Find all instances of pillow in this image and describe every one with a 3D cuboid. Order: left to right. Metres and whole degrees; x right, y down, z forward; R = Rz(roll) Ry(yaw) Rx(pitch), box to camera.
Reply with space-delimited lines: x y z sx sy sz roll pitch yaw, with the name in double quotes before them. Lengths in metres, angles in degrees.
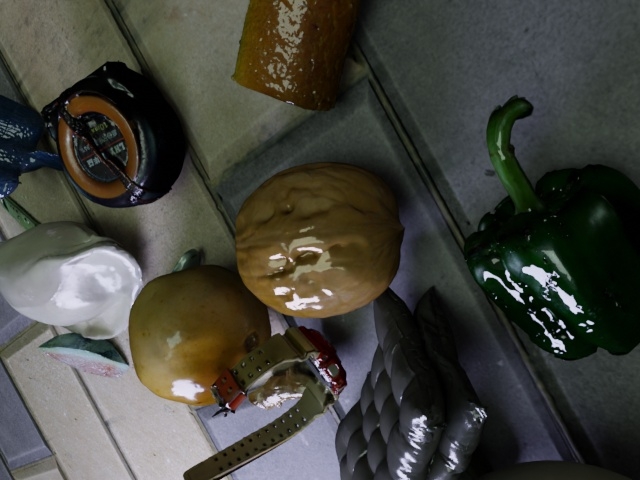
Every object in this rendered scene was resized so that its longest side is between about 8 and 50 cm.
"pillow" 0.097 0.245 0.658 0.101 0.228 0.326 7 118 -8

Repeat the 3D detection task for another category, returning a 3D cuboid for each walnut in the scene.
"walnut" 0.000 0.000 0.650 0.222 0.195 0.195 -12 99 27

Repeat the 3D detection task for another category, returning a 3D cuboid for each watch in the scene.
"watch" -0.087 0.233 0.727 0.102 0.268 0.165 38 149 48

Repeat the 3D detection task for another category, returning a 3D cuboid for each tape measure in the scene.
"tape measure" -0.325 -0.162 0.831 0.202 0.135 0.223 -21 97 25

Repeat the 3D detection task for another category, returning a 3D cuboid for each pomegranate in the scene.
"pomegranate" -0.184 0.147 0.794 0.233 0.233 0.233 11 111 29

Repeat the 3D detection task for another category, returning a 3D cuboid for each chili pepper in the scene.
"chili pepper" 0.230 -0.010 0.518 0.261 0.174 0.165 54 150 4

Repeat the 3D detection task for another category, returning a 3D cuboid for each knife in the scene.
"knife" -0.624 -0.017 1.132 0.293 0.020 0.043 38 124 17

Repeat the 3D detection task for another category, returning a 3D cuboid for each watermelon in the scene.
"watermelon" -0.505 0.244 1.103 0.180 0.081 0.094 34 105 -22
"watermelon" 0.199 0.326 0.699 0.078 0.078 0.110 -26 93 35

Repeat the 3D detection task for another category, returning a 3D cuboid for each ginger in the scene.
"ginger" -0.058 0.246 0.854 0.137 0.044 0.057 -21 59 28

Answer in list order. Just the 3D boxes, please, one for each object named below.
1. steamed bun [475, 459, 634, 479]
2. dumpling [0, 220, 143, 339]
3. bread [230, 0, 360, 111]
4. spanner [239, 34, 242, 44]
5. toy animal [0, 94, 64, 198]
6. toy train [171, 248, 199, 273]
"steamed bun" 0.283 0.408 0.516 0.374 0.334 0.334 30 121 2
"dumpling" -0.491 0.088 1.006 0.341 0.181 0.260 -18 122 3
"bread" -0.023 -0.258 0.623 0.132 0.103 0.172 24 119 13
"spanner" -0.027 -0.378 0.637 0.093 0.026 0.325 42 125 12
"toy animal" -0.609 -0.174 0.996 0.176 0.255 0.239 -35 44 58
"toy train" -0.260 0.111 0.929 0.051 0.052 0.234 41 122 11
